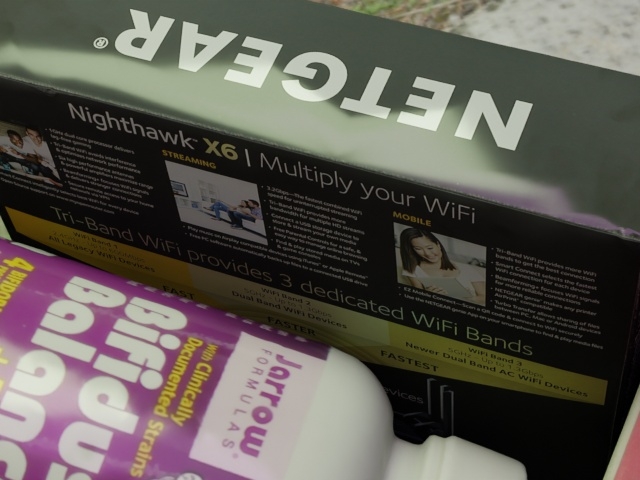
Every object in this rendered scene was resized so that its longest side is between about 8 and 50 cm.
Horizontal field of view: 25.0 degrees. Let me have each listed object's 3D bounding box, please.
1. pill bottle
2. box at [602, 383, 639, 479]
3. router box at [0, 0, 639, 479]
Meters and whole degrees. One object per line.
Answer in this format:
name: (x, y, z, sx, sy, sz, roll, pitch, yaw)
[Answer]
pill bottle: (-0.071, 0.109, 0.631, 0.301, 0.169, 0.169, 18, 58, 2)
box: (0.170, 0.153, 0.600, 0.127, 0.149, 0.232, 19, 60, 17)
router box: (0.000, 0.000, 0.668, 0.309, 0.243, 0.081, 16, 59, 16)
